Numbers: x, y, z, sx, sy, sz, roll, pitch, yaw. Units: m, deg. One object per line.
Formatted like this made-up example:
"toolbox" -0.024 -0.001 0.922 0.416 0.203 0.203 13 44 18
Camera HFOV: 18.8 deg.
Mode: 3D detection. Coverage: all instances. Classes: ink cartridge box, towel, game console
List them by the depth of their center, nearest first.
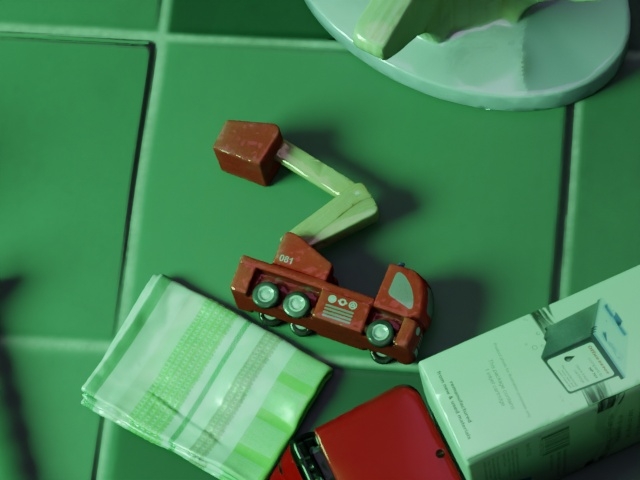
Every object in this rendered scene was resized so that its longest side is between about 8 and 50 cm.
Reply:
"ink cartridge box" 0.171 0.097 1.284 0.190 0.139 0.082 -25 67 -3
"game console" 0.039 0.191 1.291 0.085 0.124 0.144 -16 67 -23
"towel" -0.083 0.101 1.375 0.152 0.023 0.113 27 76 15

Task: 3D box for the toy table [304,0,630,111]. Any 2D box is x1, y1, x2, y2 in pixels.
"toy table" 0.096 -0.213 1.397 0.274 0.161 0.252 16 73 11

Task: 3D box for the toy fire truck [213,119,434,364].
"toy fire truck" 0.000 0.000 1.389 0.192 0.047 0.135 18 72 12
